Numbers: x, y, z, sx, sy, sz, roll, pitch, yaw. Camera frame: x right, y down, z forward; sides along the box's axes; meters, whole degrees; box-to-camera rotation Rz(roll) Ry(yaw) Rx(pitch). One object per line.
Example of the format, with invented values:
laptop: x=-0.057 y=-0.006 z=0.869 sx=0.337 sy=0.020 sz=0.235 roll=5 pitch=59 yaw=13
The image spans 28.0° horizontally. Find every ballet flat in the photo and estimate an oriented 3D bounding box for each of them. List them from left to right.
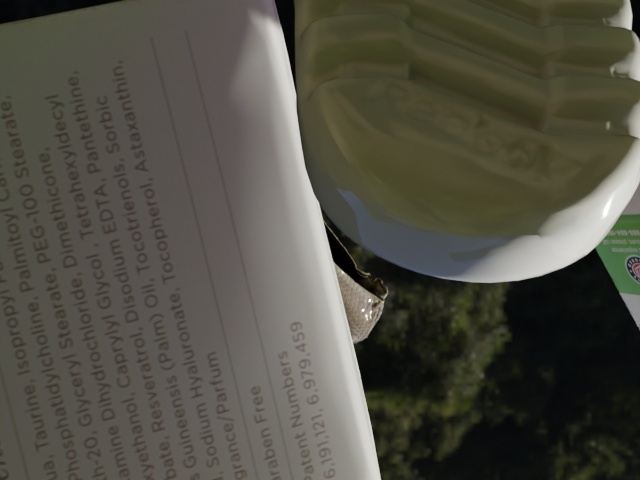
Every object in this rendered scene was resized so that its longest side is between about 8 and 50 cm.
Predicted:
ballet flat: x=0.000 y=0.000 z=0.963 sx=0.058 sy=0.250 sz=0.084 roll=-19 pitch=-131 yaw=7

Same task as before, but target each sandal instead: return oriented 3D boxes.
sandal: x=0.056 y=-0.127 z=0.563 sx=0.169 sy=0.102 sz=0.416 roll=14 pitch=-136 yaw=2

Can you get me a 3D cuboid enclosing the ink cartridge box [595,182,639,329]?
ink cartridge box: x=0.263 y=0.056 z=0.690 sx=0.092 sy=0.219 sz=0.160 roll=-36 pitch=-165 yaw=-20

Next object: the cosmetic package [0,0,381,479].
cosmetic package: x=-0.224 y=0.046 z=0.811 sx=0.393 sy=0.327 sz=0.329 roll=-15 pitch=-173 yaw=-20
